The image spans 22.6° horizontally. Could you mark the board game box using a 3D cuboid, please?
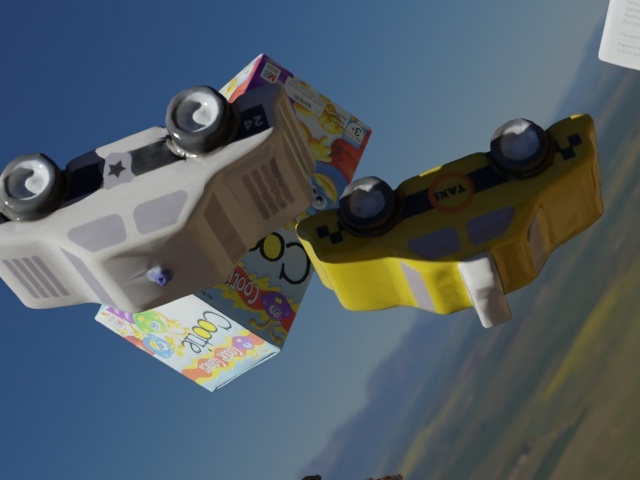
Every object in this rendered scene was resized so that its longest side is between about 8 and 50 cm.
[{"bbox_3d":[-0.082,-0.018,1.558,0.144,0.142,0.275,-34,27,52],"label":"board game box"}]

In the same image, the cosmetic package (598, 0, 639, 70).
[{"bbox_3d":[0.342,-0.245,1.380,0.151,0.151,0.183,-53,-25,-58],"label":"cosmetic package"}]

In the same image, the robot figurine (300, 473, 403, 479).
[{"bbox_3d":[0.053,0.328,1.642,0.291,0.211,0.085,-4,-50,-59],"label":"robot figurine"}]

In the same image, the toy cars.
[{"bbox_3d":[0.000,0.000,0.893,0.176,0.394,0.087,-53,45,43],"label":"toy cars"}]
